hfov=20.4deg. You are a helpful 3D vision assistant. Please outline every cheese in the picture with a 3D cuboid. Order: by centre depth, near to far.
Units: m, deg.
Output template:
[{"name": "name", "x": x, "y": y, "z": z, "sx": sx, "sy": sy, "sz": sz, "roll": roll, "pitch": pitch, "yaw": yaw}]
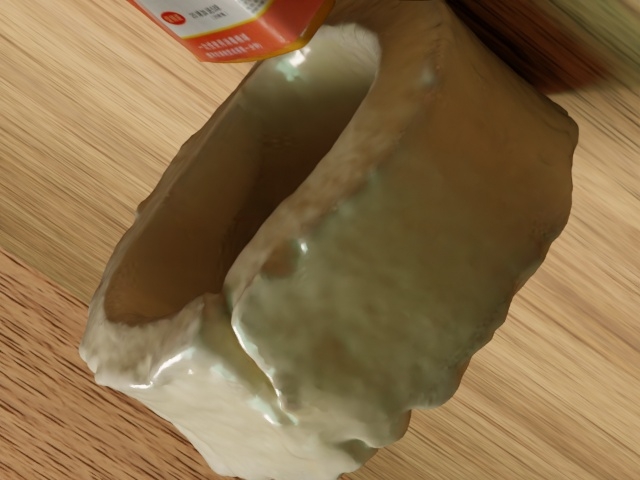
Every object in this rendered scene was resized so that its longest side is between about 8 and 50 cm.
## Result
[{"name": "cheese", "x": -0.001, "y": -0.001, "z": 1.158, "sx": 0.153, "sy": 0.332, "sz": 0.292, "roll": 37, "pitch": 178, "yaw": -23}]

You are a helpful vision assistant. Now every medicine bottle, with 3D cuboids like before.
[{"name": "medicine bottle", "x": -0.093, "y": -0.212, "z": 1.079, "sx": 0.222, "sy": 0.112, "sz": 0.149, "roll": 37, "pitch": 165, "yaw": -23}]
